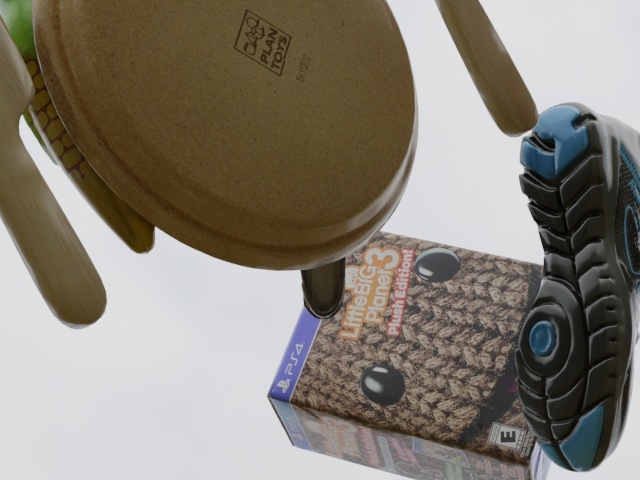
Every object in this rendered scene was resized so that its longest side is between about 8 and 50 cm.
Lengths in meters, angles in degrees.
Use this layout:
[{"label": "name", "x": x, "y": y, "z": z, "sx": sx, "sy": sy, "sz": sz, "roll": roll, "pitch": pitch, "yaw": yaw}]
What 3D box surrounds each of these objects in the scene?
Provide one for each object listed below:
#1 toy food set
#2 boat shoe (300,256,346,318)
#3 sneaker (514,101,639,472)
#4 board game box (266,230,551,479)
[{"label": "toy food set", "x": -0.028, "y": -0.052, "z": 0.379, "sx": 0.038, "sy": 0.192, "sz": 0.132, "roll": -31, "pitch": -96, "yaw": 49}, {"label": "boat shoe", "x": 0.000, "y": 0.000, "z": 1.059, "sx": 0.046, "sy": 0.038, "sz": 0.125, "roll": 1, "pitch": -90, "yaw": -1}, {"label": "sneaker", "x": 0.268, "y": 0.045, "z": 1.245, "sx": 0.140, "sy": 0.340, "sz": 0.125, "roll": 9, "pitch": -9, "yaw": -38}, {"label": "board game box", "x": 0.126, "y": 0.134, "z": 1.475, "sx": 0.291, "sy": 0.232, "sz": 0.141, "roll": 11, "pitch": -28, "yaw": 19}]
